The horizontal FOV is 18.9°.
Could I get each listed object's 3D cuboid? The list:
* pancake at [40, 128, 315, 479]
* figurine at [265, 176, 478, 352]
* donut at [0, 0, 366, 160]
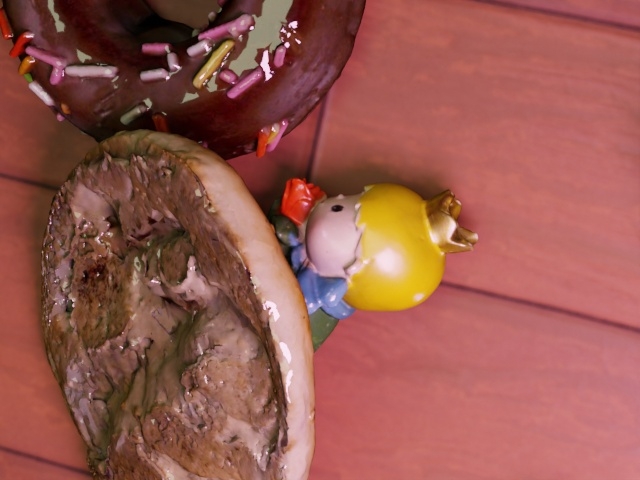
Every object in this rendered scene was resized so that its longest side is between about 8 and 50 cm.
[{"bbox_3d":[-0.127,0.087,1.642,0.387,0.082,0.387,19,115,48],"label":"pancake"},{"bbox_3d":[0.006,-0.003,1.665,0.234,0.127,0.185,-37,67,25],"label":"figurine"},{"bbox_3d":[-0.143,-0.197,1.701,0.345,0.136,0.259,17,92,19],"label":"donut"}]
